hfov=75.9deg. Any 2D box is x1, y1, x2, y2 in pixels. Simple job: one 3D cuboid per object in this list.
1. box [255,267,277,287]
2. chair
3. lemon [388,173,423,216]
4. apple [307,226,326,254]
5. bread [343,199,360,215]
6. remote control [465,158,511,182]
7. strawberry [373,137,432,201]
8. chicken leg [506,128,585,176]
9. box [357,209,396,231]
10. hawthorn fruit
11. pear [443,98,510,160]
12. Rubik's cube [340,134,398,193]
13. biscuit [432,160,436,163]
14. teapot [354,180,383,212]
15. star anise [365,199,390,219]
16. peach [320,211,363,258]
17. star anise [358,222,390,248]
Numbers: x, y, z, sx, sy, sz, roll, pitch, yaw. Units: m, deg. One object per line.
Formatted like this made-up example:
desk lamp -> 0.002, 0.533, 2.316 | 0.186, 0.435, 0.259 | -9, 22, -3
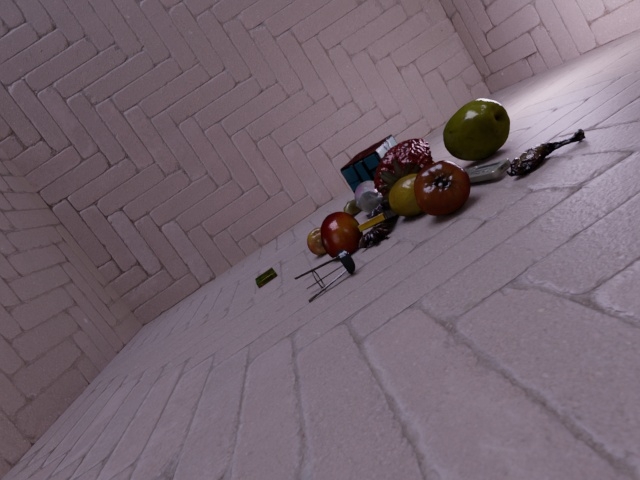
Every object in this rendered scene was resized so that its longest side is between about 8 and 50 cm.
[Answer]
box -> -0.306, 0.206, 2.302 | 0.122, 0.030, 0.193 | -35, 10, -7
chair -> 0.027, 0.120, 1.481 | 0.222, 0.104, 0.095 | -34, -8, 11
lemon -> 0.360, -0.179, 1.635 | 0.170, 0.169, 0.207 | -37, 6, -18
apple -> 0.000, 0.000, 2.027 | 0.147, 0.146, 0.146 | -33, 10, 6
bread -> 0.193, -0.196, 2.483 | 0.157, 0.094, 0.083 | -46, 18, -21
remote control -> 0.599, -0.246, 1.519 | 0.090, 0.049, 0.230 | -35, 9, -12
strawberry -> 0.374, -0.324, 1.868 | 0.292, 0.292, 0.343 | -29, 28, 23
chicken leg -> 0.716, -0.281, 1.321 | 0.254, 0.051, 0.106 | -31, 16, 7
box -> 0.257, -0.093, 1.765 | 0.129, 0.033, 0.247 | -29, -3, 26
hawthorn fruit -> 0.426, -0.174, 1.438 | 0.197, 0.196, 0.225 | -32, -15, 11
pear -> 0.679, -0.478, 1.812 | 0.253, 0.252, 0.307 | -39, 10, -29
Rubik's cube -> 0.333, -0.400, 2.397 | 0.284, 0.288, 0.293 | -20, 17, 43
biscuit -> 0.496, -0.316, 2.076 | 0.213, 0.091, 0.274 | -29, 9, 40
teapot -> 0.289, -0.215, 2.176 | 0.178, 0.222, 0.163 | -73, -4, -67
star anise -> 0.310, -0.161, 1.995 | 0.181, 0.061, 0.205 | -42, -2, 36
peach -> 0.095, -0.010, 1.781 | 0.190, 0.225, 0.196 | -4, -37, -16
star anise -> 0.213, -0.021, 1.650 | 0.168, 0.057, 0.168 | -31, 11, 7
